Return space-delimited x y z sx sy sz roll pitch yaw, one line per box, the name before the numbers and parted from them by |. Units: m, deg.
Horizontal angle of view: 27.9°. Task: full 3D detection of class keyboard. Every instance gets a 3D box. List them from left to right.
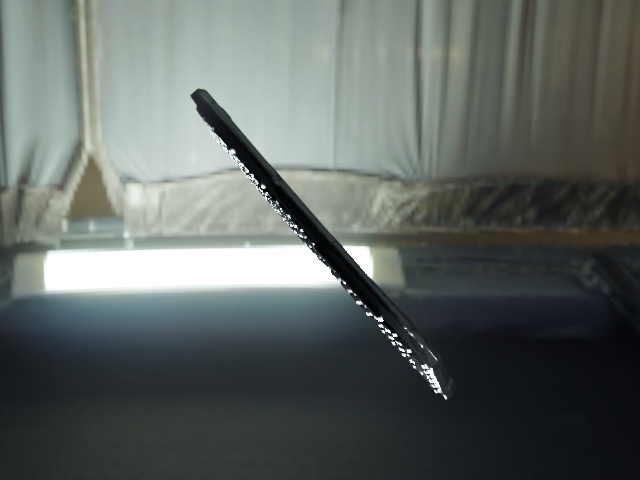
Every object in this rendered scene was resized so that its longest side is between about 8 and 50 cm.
keyboard | 0.000 0.000 0.868 0.016 0.106 0.262 -40 -115 -2
